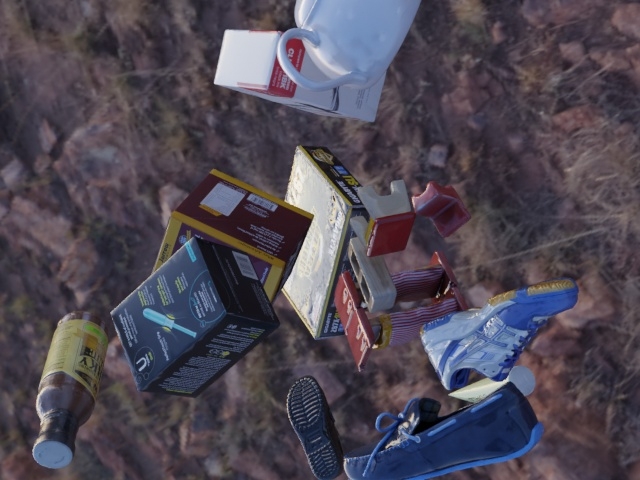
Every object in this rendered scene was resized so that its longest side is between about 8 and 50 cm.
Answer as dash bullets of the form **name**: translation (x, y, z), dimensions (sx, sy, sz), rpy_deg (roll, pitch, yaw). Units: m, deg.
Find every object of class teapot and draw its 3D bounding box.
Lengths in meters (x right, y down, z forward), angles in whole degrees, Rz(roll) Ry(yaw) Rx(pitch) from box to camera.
- **teapot**: translation (0.040, -0.373, 1.501), dimensions (0.187, 0.256, 0.253), rpy_deg (23, 108, -12)

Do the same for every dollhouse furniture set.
- **dollhouse furniture set**: translation (0.154, 0.057, 1.555), dimensions (0.374, 0.201, 0.152), rpy_deg (101, 153, -58)

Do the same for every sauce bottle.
- **sauce bottle**: translation (-0.470, 0.276, 1.761), dimensions (0.111, 0.344, 0.111), rpy_deg (-2, 126, -3)

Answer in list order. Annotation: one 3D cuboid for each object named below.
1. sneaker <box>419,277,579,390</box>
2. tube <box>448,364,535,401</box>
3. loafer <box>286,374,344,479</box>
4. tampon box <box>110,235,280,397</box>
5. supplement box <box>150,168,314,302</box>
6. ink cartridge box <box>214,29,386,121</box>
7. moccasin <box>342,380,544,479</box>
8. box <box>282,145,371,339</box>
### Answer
- **sneaker**: translation (0.298, 0.152, 1.498), dimensions (0.296, 0.111, 0.131), rpy_deg (-30, 74, 43)
- **tube**: translation (0.361, 0.313, 1.951), dimensions (0.070, 0.062, 0.240), rpy_deg (54, 154, 3)
- **loafer**: translation (-0.007, 0.376, 1.863), dimensions (0.080, 0.078, 0.220), rpy_deg (-22, 61, 12)
- **tampon box**: translation (-0.154, 0.096, 1.142), dimensions (0.161, 0.101, 0.120), rpy_deg (-41, 57, 22)
- **supplement box**: translation (-0.138, 0.012, 1.505), dimensions (0.191, 0.194, 0.129), rpy_deg (25, 120, 3)
- **ink cartridge box**: translation (-0.037, -0.321, 1.838), dimensions (0.197, 0.272, 0.114), rpy_deg (18, 96, 51)
- **moccasin**: translation (0.180, 0.296, 1.473), dimensions (0.342, 0.137, 0.117), rpy_deg (-22, 91, 26)
- **box**: translation (0.000, 0.000, 1.955), dimensions (0.257, 0.079, 0.322), rpy_deg (54, 138, 48)
